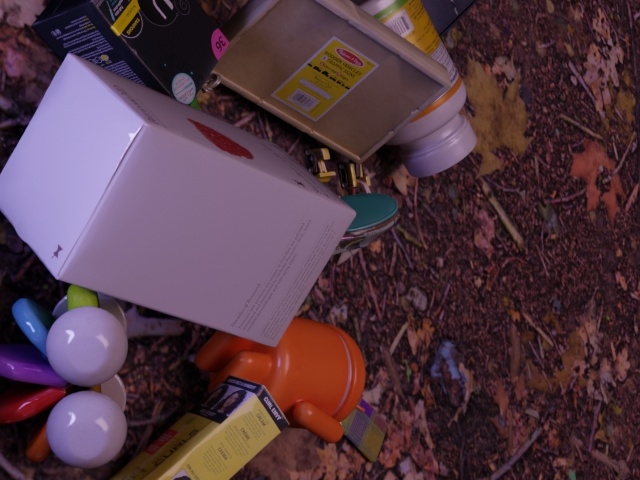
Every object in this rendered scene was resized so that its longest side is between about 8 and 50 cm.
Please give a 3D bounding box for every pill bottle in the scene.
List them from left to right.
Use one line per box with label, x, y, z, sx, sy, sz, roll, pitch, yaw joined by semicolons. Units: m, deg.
pill bottle;0.104;-0.210;1.859;0.136;0.136;0.246;-49;117;-42

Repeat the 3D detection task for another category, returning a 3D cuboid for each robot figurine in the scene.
robot figurine;-0.036;0.149;1.626;0.219;0.158;0.128;14;88;-46

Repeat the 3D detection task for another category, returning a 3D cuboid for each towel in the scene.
towel;0.052;0.232;1.794;0.083;0.009;0.060;46;51;-30

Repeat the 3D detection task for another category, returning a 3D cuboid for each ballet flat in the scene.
ballet flat;0.000;0.000;1.746;0.221;0.077;0.079;-17;132;-38

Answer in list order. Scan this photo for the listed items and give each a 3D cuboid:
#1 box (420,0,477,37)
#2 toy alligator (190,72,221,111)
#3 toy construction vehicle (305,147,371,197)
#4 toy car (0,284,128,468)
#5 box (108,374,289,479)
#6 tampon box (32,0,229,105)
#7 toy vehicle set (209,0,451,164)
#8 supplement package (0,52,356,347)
box;0.129;-0.405;1.992;0.183;0.059;0.233;-45;115;-42
toy alligator;-0.165;-0.130;1.603;0.051;0.056;0.190;45;51;-32
toy construction vehicle;0.027;-0.072;1.818;0.086;0.035;0.098;-6;86;-48
toy car;-0.255;0.129;1.390;0.136;0.159;0.182;0;100;-8
box;-0.145;0.234;1.461;0.232;0.087;0.058;-40;112;-21
tampon box;-0.200;-0.221;1.551;0.161;0.101;0.120;49;49;-29
toy vehicle set;0.007;-0.204;1.715;0.267;0.166;0.035;29;35;-36
supplement package;-0.146;-0.036;1.461;0.293;0.177;0.175;21;105;-43
